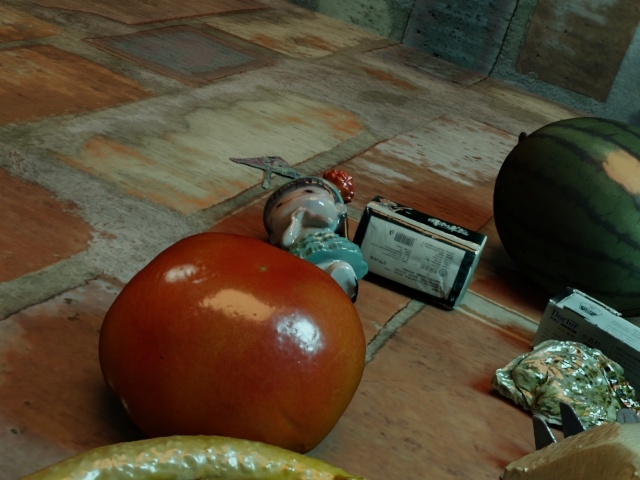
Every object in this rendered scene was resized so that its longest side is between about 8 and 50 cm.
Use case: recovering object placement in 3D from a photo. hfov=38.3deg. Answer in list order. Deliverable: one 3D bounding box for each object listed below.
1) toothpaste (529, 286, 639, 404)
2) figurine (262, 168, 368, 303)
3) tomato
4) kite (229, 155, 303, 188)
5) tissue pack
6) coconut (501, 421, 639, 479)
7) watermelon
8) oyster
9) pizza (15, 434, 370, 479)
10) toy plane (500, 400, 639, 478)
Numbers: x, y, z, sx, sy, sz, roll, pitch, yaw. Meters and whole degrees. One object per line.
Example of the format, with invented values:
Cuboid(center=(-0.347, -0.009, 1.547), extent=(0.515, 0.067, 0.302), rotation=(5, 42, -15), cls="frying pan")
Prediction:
Cuboid(center=(0.415, 0.173, 1.150), extent=(0.313, 0.089, 0.071), rotation=(32, 36, 31), cls="toothpaste")
Cuboid(center=(0.000, 0.000, 1.225), extent=(0.138, 0.110, 0.245), rotation=(-13, 35, -3), cls="figurine")
Cuboid(center=(-0.082, 0.098, 0.892), extent=(0.259, 0.180, 0.260), rotation=(13, 27, -7), cls="tomato")
Cuboid(center=(-0.090, -0.118, 1.552), extent=(0.137, 0.005, 0.152), rotation=(16, 24, 5), cls="kite")
Cuboid(center=(0.134, 0.016, 1.288), extent=(0.170, 0.103, 0.090), rotation=(23, 18, 13), cls="tissue pack")
Cuboid(center=(0.242, 0.254, 0.691), extent=(0.247, 0.245, 0.245), rotation=(8, 24, -36), cls="coconut")
Cuboid(center=(0.407, -0.044, 1.381), extent=(0.279, 0.279, 0.359), rotation=(-4, 30, -38), cls="watermelon")
Cuboid(center=(0.300, 0.180, 1.103), extent=(0.177, 0.064, 0.125), rotation=(33, 42, 11), cls="oyster")
Cuboid(center=(-0.106, 0.230, 0.712), extent=(0.365, 0.074, 0.182), rotation=(5, 32, -26), cls="pizza")
Cuboid(center=(0.316, 0.242, 0.884), extent=(0.212, 0.088, 0.267), rotation=(-19, 22, -31), cls="toy plane")
